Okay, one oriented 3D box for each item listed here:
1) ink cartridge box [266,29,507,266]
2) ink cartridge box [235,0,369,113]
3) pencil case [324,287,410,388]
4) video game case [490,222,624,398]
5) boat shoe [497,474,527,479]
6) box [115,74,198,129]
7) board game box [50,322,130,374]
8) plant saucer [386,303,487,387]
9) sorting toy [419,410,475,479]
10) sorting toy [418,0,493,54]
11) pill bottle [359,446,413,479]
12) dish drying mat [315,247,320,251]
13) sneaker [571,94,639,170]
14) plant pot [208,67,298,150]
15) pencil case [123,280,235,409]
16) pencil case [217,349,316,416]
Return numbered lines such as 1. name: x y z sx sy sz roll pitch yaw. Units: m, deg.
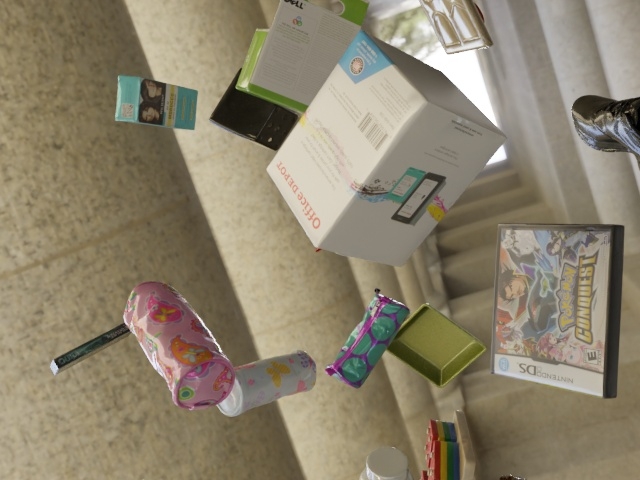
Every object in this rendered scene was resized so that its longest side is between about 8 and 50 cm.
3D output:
1. ink cartridge box: 0.093 -0.130 1.217 0.197 0.198 0.270 13 123 -42
2. ink cartridge box: -0.034 -0.394 1.621 0.189 0.255 0.097 18 -174 -24
3. pencil case: 0.072 0.153 1.231 0.064 0.070 0.151 33 -91 42
4. video game case: 0.391 0.109 1.349 0.035 0.274 0.248 3 180 -33
5. boat shoe: 0.437 0.574 1.845 0.060 0.064 0.178 15 163 8
6. box: -0.372 -0.313 1.839 0.060 0.100 0.244 8 -173 21
7. board game box: -0.508 0.238 1.782 0.186 0.026 0.126 -28 176 -26
8. plant saucer: 0.276 0.246 1.936 0.188 0.188 0.045 -51 -174 36
9. sorting toy: 0.296 0.577 1.923 0.090 0.257 0.255 7 -165 2
10. sorting toy: 0.219 -0.499 1.513 0.041 0.307 0.229 -32 -165 -5
11. pill bottle: 0.140 0.544 1.699 0.118 0.208 0.117 -1 -150 1
12. dish drying mat: 0.000 0.000 2.021 0.032 0.008 0.083 -37 -156 18
13. sneaker: 0.551 -0.210 1.419 0.109 0.130 0.286 -37 -140 -5
14. plant pot: -0.181 -0.374 2.391 0.188 0.167 0.187 -57 151 9
15. pencil case: -0.261 0.187 1.450 0.124 0.124 0.284 -24 -142 -23
16. pencil case: -0.136 0.354 1.996 0.273 0.113 0.124 -9 153 -43
